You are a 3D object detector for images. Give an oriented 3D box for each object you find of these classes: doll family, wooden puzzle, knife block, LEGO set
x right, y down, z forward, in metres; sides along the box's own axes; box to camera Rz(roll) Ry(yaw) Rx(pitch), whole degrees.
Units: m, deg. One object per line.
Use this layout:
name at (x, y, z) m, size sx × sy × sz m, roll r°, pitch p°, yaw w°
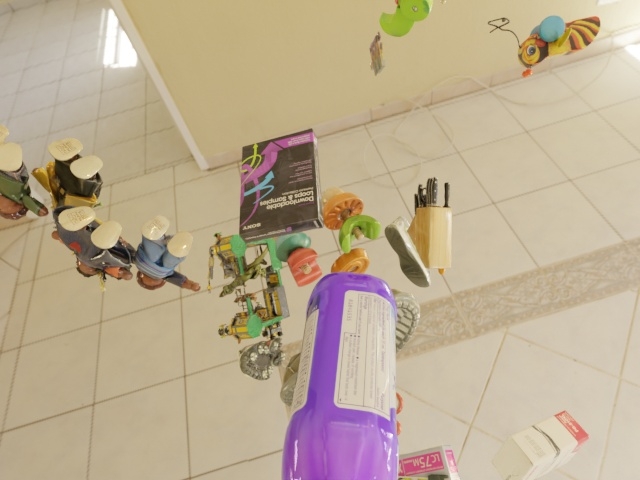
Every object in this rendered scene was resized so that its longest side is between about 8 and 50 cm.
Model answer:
doll family at (-0.186, -0.011, 0.352) m, size 0.193 × 0.111 × 0.076 m, roll 45°, pitch 50°, yaw -2°
wooden puzzle at (0.093, -0.302, 0.702) m, size 0.006 × 0.083 × 0.049 m, roll -13°, pitch 95°, yaw -5°
knife block at (0.401, -0.071, 1.487) m, size 0.088 × 0.242 × 0.275 m, roll 1°, pitch 45°, yaw -17°
LEGO set at (-0.236, 0.131, 1.230) m, size 0.192 × 0.331 × 0.255 m, roll -13°, pitch 6°, yaw 31°

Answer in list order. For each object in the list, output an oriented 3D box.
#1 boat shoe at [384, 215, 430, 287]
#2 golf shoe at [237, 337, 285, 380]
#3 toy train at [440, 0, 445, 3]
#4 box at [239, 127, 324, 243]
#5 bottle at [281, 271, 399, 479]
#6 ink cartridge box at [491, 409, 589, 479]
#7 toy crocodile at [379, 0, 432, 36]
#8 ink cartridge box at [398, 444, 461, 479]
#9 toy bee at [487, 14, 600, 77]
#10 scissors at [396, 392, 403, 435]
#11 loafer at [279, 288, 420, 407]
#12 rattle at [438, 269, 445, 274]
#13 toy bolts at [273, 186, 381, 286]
boat shoe at (0.379, 0.053, 1.780) m, size 0.103 × 0.320 × 0.118 m, roll -40°, pitch 14°, yaw -31°
golf shoe at (-0.196, 0.356, 1.270) m, size 0.120 × 0.273 × 0.105 m, roll -11°, pitch 81°, yaw 11°
toy train at (0.309, -0.592, 0.946) m, size 0.046 × 0.125 × 0.166 m, roll 5°, pitch 28°, yaw 1°
box at (-0.057, -0.080, 0.613) m, size 0.116 × 0.029 × 0.162 m, roll -12°, pitch 60°, yaw 12°
bottle at (0.018, 0.159, 0.357) m, size 0.092 × 0.118 × 0.283 m, roll 6°, pitch 42°, yaw 3°
ink cartridge box at (0.669, 0.643, 1.315) m, size 0.237 × 0.172 × 0.100 m, roll -11°, pitch 40°, yaw -21°
toy crocodile at (0.197, -0.561, 0.853) m, size 0.105 × 0.340 × 0.115 m, roll 18°, pitch 70°, yaw 5°
ink cartridge box at (0.294, 0.716, 1.114) m, size 0.186 × 0.065 × 0.311 m, roll -32°, pitch 54°, yaw 33°
toy bee at (0.667, -0.579, 1.297) m, size 0.298 × 0.162 × 0.195 m, roll 5°, pitch 12°, yaw 28°
scissors at (0.071, 0.396, 1.088) m, size 0.297 × 0.021 × 0.109 m, roll 14°, pitch 78°, yaw 28°
loafer at (0.032, 0.146, 0.628) m, size 0.251 × 0.094 × 0.087 m, roll -40°, pitch 30°, yaw 16°
rattle at (0.478, 0.048, 1.939) m, size 0.130 × 0.200 × 0.142 m, roll -16°, pitch 42°, yaw 62°
toy bolts at (0.000, 0.000, 1.009) m, size 0.228 × 0.218 × 0.158 m, roll -24°, pitch 55°, yaw -15°
